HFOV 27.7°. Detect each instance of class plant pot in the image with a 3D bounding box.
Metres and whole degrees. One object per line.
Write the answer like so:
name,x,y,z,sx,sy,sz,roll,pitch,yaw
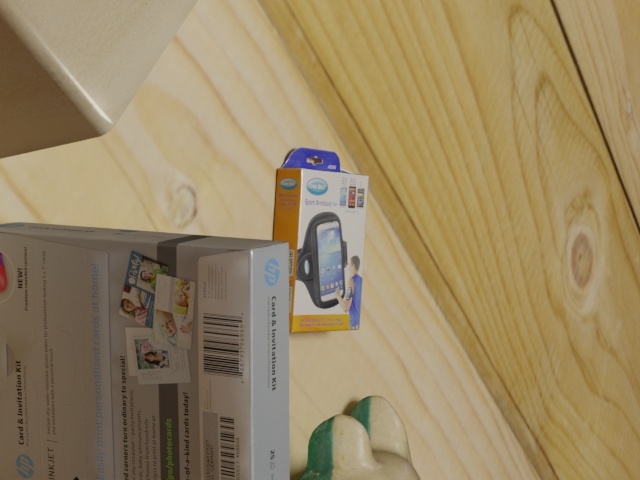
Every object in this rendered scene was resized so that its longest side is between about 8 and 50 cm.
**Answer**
plant pot,-0.148,-0.118,0.672,0.096,0.109,0.109,49,52,-32

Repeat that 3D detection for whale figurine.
whale figurine,0.010,0.224,0.950,0.272,0.141,0.216,-75,154,-63

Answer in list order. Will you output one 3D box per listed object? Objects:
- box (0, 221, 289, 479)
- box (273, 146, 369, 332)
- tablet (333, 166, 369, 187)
box,-0.102,0.068,0.677,0.038,0.186,0.145,-11,102,-59
box,0.000,0.000,0.968,0.081,0.028,0.136,2,94,-50
tablet,0.019,-0.013,1.023,0.054,0.006,0.083,15,81,-57
